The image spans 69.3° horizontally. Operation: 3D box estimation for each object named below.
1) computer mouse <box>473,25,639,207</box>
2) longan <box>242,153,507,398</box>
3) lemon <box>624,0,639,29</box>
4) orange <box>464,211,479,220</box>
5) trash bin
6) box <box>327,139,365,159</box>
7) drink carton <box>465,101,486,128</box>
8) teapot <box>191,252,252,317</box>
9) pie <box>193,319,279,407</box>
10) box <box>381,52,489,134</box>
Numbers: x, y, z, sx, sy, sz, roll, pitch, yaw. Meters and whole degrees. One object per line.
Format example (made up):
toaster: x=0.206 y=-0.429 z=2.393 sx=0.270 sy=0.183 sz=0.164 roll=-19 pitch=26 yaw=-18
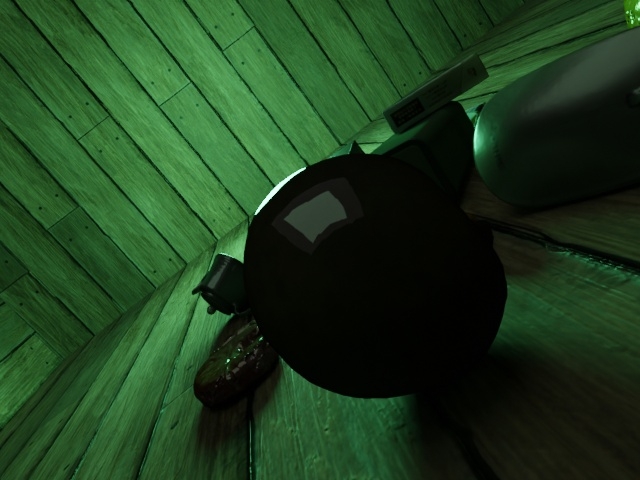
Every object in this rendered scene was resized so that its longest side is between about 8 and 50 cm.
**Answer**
computer mouse: x=0.350 y=-0.157 z=0.626 sx=0.095 sy=0.197 sz=0.331 roll=-11 pitch=-4 yaw=-37
longan: x=0.054 y=0.040 z=0.528 sx=0.297 sy=0.297 sz=0.297 roll=-35 pitch=14 yaw=10
lemon: x=0.599 y=-0.400 z=0.698 sx=0.236 sy=0.236 sz=0.263 roll=-20 pitch=42 yaw=51
orange: x=0.213 y=-0.008 z=0.725 sx=0.084 sy=0.070 sz=0.083 roll=-23 pitch=29 yaw=13
trash bin: x=0.224 y=-0.178 z=1.073 sx=0.223 sy=0.158 sz=0.343 roll=-25 pitch=14 yaw=38
box: x=0.093 y=-0.152 z=1.253 sx=0.138 sy=0.178 sz=0.274 roll=-34 pitch=14 yaw=18
drink carton: x=0.398 y=-0.308 z=1.209 sx=0.200 sy=0.074 sz=0.084 roll=-17 pitch=26 yaw=53
teapot: x=-0.255 y=0.142 z=1.266 sx=0.240 sy=0.162 sz=0.149 roll=15 pitch=58 yaw=35
pie: x=-0.162 y=0.234 z=0.907 sx=0.204 sy=0.054 sz=0.219 roll=-41 pitch=14 yaw=-14
box: x=0.268 y=-0.350 z=1.121 sx=0.243 sy=0.067 sz=0.155 roll=-30 pitch=12 yaw=15
